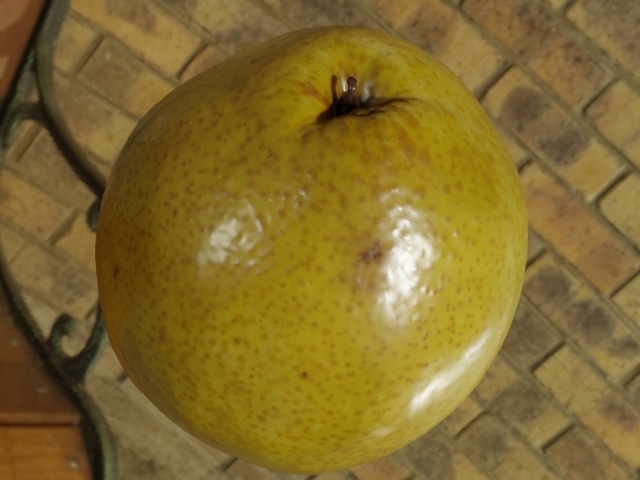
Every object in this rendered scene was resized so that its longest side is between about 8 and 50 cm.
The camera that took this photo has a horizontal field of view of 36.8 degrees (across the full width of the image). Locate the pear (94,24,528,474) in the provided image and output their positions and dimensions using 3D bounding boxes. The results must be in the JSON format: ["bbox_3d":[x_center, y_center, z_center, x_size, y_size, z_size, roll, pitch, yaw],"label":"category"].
[{"bbox_3d":[0.000,0.000,0.455,0.209,0.209,0.209,36,22,-17],"label":"pear"}]
